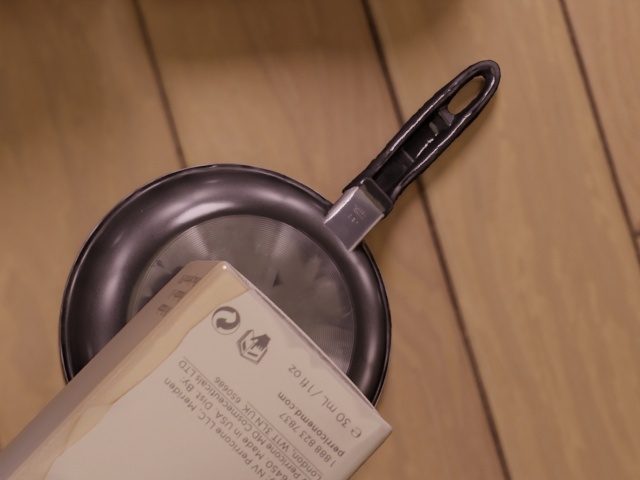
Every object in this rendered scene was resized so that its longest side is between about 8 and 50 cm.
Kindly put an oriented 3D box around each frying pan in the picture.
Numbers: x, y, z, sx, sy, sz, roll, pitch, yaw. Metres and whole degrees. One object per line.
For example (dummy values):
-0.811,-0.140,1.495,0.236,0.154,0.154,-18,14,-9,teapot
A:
0.009,0.028,0.756,0.326,0.053,0.197,-22,91,-17,frying pan

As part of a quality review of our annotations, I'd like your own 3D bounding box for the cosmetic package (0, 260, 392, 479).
-0.123,0.155,0.606,0.309,0.160,0.113,-45,97,-10,cosmetic package
